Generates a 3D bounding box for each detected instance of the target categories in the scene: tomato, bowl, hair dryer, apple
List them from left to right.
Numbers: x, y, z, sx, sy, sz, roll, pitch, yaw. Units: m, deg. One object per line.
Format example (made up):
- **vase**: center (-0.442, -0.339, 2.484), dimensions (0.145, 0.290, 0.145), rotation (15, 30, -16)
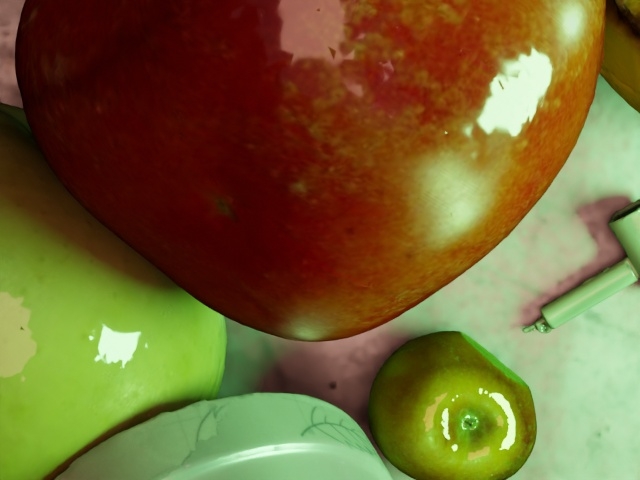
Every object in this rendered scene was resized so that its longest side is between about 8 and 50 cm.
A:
- **apple**: center (-0.214, 0.064, 0.995), dimensions (0.295, 0.233, 0.258), rotation (41, 90, -2)
- **bowl**: center (-0.059, 0.242, 0.976), dimensions (0.287, 0.287, 0.144), rotation (-40, 50, 3)
- **tomato**: center (-0.007, -0.112, 0.889), dimensions (0.325, 0.290, 0.293), rotation (-23, 116, 43)
- **apple**: center (0.087, 0.117, 1.064), dimensions (0.114, 0.102, 0.099), rotation (41, 92, -4)
- **hair dryer**: center (0.189, 0.026, 1.094), dimensions (0.124, 0.038, 0.063), rotation (-32, 92, 10)

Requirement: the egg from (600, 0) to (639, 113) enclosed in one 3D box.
- **egg**: center (0.298, -0.160, 0.987), dimensions (0.337, 0.201, 0.337), rotation (-3, 62, 6)
